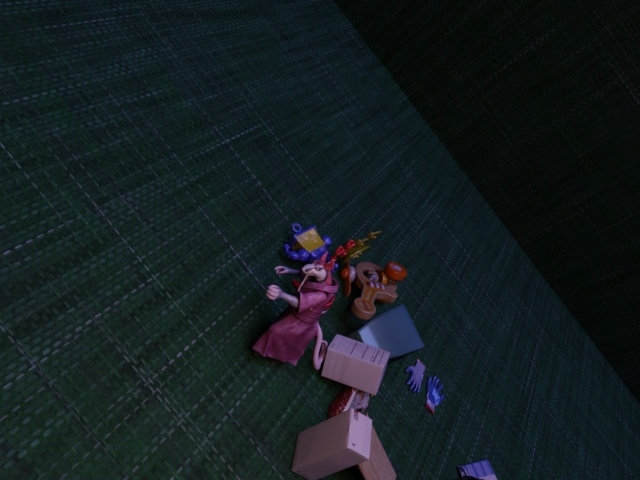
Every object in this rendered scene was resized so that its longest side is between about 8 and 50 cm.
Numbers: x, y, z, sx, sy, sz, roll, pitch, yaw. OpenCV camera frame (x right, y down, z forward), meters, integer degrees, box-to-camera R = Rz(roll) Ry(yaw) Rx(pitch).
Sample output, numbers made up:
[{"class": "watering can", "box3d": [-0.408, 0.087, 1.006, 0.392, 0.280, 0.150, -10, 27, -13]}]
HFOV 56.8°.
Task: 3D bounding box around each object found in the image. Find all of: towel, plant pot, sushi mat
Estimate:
[{"class": "towel", "box3d": [0.600, 0.910, 2.064, 0.209, 0.034, 0.284, 11, 45, -44]}, {"class": "plant pot", "box3d": [0.190, 0.339, 1.992, 0.234, 0.165, 0.165, -9, 69, -45]}, {"class": "sushi mat", "box3d": [0.161, 0.651, 1.706, 0.151, 0.019, 0.316, -70, 145, -49]}]

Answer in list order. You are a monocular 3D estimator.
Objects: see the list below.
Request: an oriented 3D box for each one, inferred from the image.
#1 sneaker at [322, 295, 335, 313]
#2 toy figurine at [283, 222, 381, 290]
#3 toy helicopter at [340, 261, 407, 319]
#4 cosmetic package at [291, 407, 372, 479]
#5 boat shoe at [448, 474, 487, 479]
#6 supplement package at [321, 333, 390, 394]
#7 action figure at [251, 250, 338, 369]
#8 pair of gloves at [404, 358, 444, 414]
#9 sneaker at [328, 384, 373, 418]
[{"class": "sneaker", "box3d": [0.021, 0.189, 1.942, 0.087, 0.128, 0.221, 52, 36, -4]}, {"class": "toy figurine", "box3d": [0.000, 0.000, 2.018, 0.363, 0.191, 0.217, -29, 69, -38]}, {"class": "toy helicopter", "box3d": [0.161, 0.166, 2.104, 0.235, 0.140, 0.355, 28, 27, 2]}, {"class": "cosmetic package", "box3d": [0.029, 0.547, 1.579, 0.086, 0.231, 0.117, 36, 40, -24]}, {"class": "boat shoe", "box3d": [0.521, 0.823, 1.905, 0.340, 0.113, 0.127, 34, 25, -30]}, {"class": "supplement package", "box3d": [0.109, 0.380, 1.825, 0.180, 0.105, 0.105, 18, 21, 12]}, {"class": "action figure", "box3d": [-0.039, 0.199, 1.658, 0.276, 0.370, 0.248, 31, 27, -4]}, {"class": "pair of gloves", "box3d": [0.383, 0.527, 2.169, 0.198, 0.023, 0.159, 49, 36, -9]}, {"class": "sneaker", "box3d": [0.104, 0.500, 1.823, 0.092, 0.088, 0.225, 55, 36, -1]}]
